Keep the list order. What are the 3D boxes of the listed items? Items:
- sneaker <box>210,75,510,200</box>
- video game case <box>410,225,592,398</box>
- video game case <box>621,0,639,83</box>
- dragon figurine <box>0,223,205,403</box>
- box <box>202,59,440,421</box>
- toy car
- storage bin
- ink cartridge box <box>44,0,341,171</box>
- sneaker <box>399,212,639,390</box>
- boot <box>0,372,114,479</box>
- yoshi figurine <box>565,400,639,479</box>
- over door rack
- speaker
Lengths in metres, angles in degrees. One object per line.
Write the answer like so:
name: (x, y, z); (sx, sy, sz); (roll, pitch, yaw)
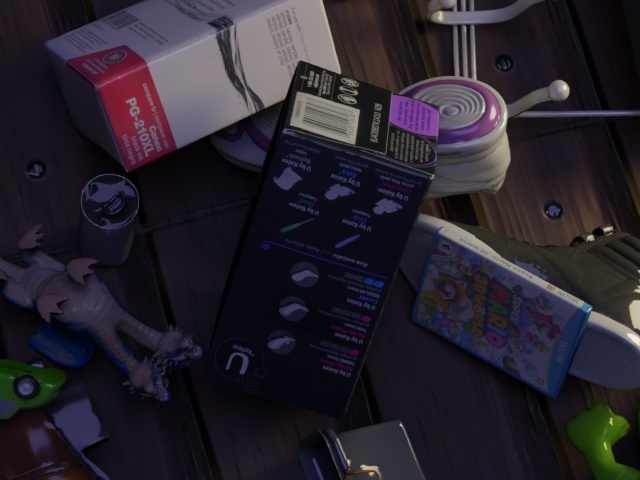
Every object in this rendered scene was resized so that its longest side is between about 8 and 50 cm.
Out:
sneaker: (0.039, -0.085, 1.887); (0.305, 0.152, 0.114); (4, 59, 17)
video game case: (0.172, 0.070, 1.839); (0.166, 0.119, 0.015); (29, 42, 17)
video game case: (0.421, -0.259, 1.975); (0.248, 0.035, 0.275); (-5, 77, -25)
dragon figurine: (-0.241, 0.064, 1.806); (0.289, 0.144, 0.085); (21, 66, 36)
box: (0.000, 0.000, 1.755); (0.143, 0.270, 0.165); (17, 27, -3)
toy car: (-0.343, 0.124, 1.718); (0.225, 0.239, 0.053); (12, 103, -2)
storage bin: (0.051, 0.233, 1.806); (0.091, 0.098, 0.135); (-17, 76, -24)
ink cartridge box: (-0.124, -0.177, 1.849); (0.237, 0.172, 0.100); (-26, 118, -15)
sneaker: (0.217, 0.031, 1.895); (0.295, 0.105, 0.147); (27, 44, 17)
boot: (-0.293, 0.289, 1.734); (0.280, 0.096, 0.264); (-26, 86, -11)
yoshi figurine: (0.309, 0.254, 1.822); (0.362, 0.203, 0.203); (-48, 44, -4)
over door rack: (0.273, -0.239, 1.972); (0.324, 0.108, 0.240); (2, 74, -8)
speaker: (-0.202, -0.017, 1.815); (0.055, 0.136, 0.055); (2, 73, -7)
